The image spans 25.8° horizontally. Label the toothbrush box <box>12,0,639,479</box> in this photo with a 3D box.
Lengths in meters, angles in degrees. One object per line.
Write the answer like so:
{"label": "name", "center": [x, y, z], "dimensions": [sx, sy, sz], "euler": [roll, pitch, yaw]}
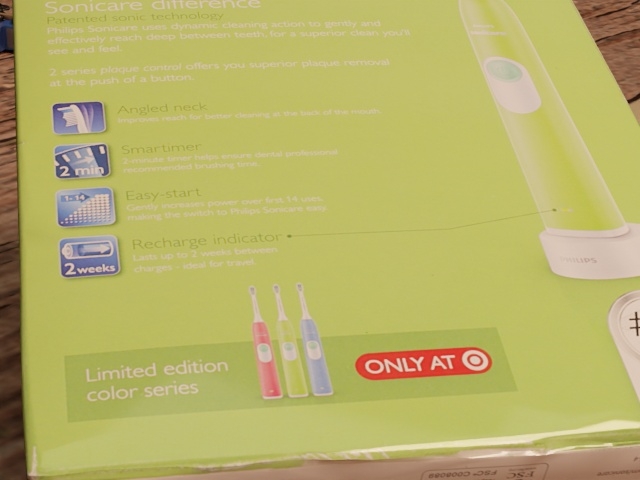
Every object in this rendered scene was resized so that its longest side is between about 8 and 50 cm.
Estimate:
{"label": "toothbrush box", "center": [0.000, 0.000, 0.485], "dimensions": [0.206, 0.122, 0.283], "euler": [-3, 44, -12]}

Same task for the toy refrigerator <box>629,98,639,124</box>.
{"label": "toy refrigerator", "center": [0.231, -0.042, 0.573], "dimensions": [0.269, 0.094, 0.102], "euler": [-29, 22, 13]}

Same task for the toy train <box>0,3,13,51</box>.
{"label": "toy train", "center": [-0.258, -0.150, 0.951], "dimensions": [0.158, 0.027, 0.036], "euler": [9, 30, 13]}
